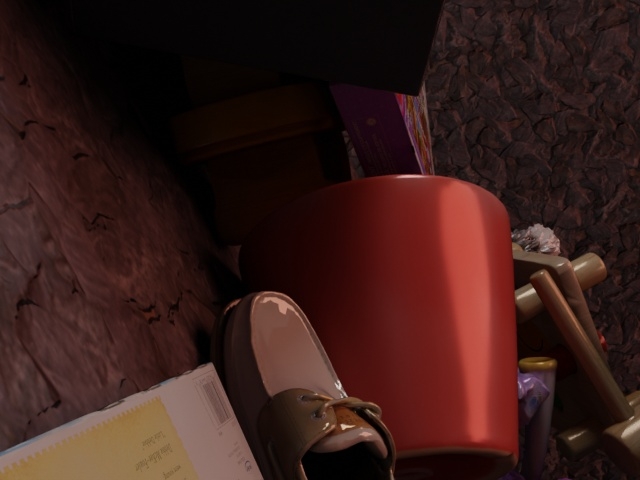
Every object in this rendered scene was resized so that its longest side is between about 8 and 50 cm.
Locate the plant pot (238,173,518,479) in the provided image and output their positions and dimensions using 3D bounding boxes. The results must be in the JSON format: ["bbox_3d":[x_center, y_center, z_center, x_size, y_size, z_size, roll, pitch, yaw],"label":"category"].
[{"bbox_3d":[0.067,0.109,0.882,0.275,0.275,0.243,52,27,-60],"label":"plant pot"}]

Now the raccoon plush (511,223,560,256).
[{"bbox_3d":[0.212,0.066,1.385,0.299,0.447,0.216,-127,-160,-61],"label":"raccoon plush"}]

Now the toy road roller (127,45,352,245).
[{"bbox_3d":[-0.051,-0.128,1.004,0.329,0.203,0.240,-27,104,-77],"label":"toy road roller"}]

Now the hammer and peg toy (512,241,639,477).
[{"bbox_3d":[0.290,0.125,1.107,0.265,0.127,0.361,67,-15,-10],"label":"hammer and peg toy"}]

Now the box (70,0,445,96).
[{"bbox_3d":[-0.023,-0.346,0.806,0.212,0.294,0.395,101,-1,-47],"label":"box"}]

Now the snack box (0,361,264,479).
[{"bbox_3d":[-0.077,0.166,0.405,0.187,0.060,0.322,66,8,5],"label":"snack box"}]

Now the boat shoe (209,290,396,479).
[{"bbox_3d":[0.005,0.158,0.683,0.113,0.103,0.302,5,52,-39],"label":"boat shoe"}]

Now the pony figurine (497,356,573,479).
[{"bbox_3d":[0.200,0.310,1.020,0.351,0.303,0.363,174,-88,-74],"label":"pony figurine"}]

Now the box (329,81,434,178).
[{"bbox_3d":[0.063,-0.181,0.952,0.201,0.057,0.293,64,19,-45],"label":"box"}]
